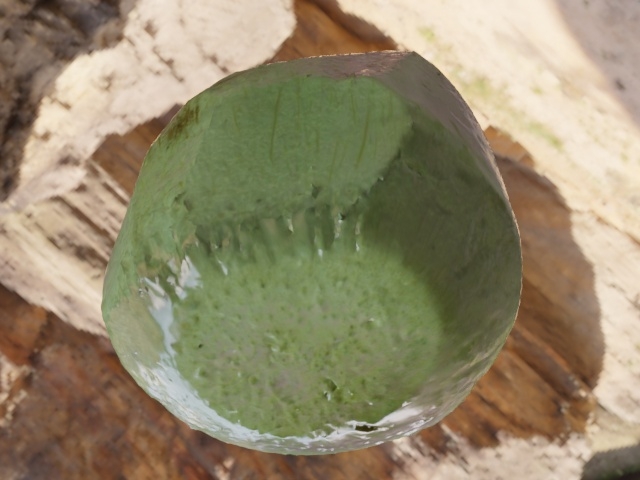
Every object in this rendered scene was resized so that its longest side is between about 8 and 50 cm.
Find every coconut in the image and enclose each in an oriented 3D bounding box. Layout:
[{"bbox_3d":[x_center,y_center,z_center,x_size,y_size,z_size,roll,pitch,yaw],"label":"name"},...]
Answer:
[{"bbox_3d":[0.000,0.000,0.535,0.204,0.236,0.236,30,-177,-12],"label":"coconut"}]
